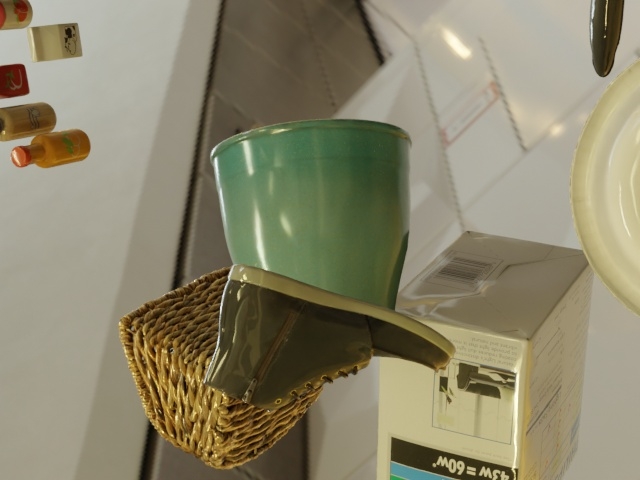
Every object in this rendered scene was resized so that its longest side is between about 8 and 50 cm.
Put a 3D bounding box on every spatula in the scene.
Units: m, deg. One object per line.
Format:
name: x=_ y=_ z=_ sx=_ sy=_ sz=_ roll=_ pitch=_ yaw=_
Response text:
spatula: x=0.168 y=-0.234 z=0.693 sx=0.084 sy=0.030 sz=0.296 roll=-62 pitch=-33 yaw=-52

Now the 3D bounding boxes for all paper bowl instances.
paper bowl: x=0.363 y=-0.046 z=1.019 sx=0.284 sy=0.284 sz=0.148 roll=51 pitch=-160 yaw=14

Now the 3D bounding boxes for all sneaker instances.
sneaker: x=0.007 y=0.108 z=1.038 sx=0.222 sy=0.118 sz=0.083 roll=18 pitch=174 yaw=-14

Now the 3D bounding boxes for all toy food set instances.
toy food set: x=-0.348 y=-0.197 z=1.322 sx=0.104 sy=0.111 sz=0.232 roll=-24 pitch=-70 yaw=-59

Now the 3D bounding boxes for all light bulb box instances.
light bulb box: x=0.256 y=0.221 z=1.757 sx=0.225 sy=0.360 sz=0.358 roll=11 pitch=-156 yaw=25

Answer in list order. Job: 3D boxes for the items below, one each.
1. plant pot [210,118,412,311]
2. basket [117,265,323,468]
plant pot: x=0.000 y=0.000 z=1.529 sx=0.272 sy=0.272 sz=0.255 roll=11 pitch=-110 yaw=-56
basket: x=-0.151 y=0.201 z=1.807 sx=0.223 sy=0.213 sz=0.299 roll=23 pitch=-151 yaw=25
